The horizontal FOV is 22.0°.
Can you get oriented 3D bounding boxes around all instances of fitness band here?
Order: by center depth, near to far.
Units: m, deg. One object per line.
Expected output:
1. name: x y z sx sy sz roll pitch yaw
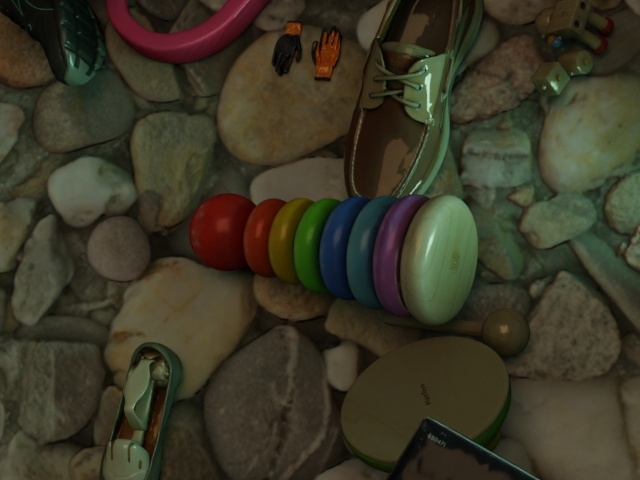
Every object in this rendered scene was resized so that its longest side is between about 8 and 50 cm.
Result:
1. fitness band: -0.145 -0.354 2.044 0.209 0.054 0.291 34 82 24

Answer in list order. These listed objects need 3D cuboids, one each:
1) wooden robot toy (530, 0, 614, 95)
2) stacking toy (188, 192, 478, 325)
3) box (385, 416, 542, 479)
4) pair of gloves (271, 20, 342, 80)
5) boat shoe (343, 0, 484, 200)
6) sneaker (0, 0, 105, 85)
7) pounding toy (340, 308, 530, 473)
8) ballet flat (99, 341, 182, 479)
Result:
1. wooden robot toy: 0.279 -0.238 1.889 0.079 0.076 0.173 1 65 54
2. stacking toy: 0.000 0.000 1.816 0.330 0.141 0.141 9 72 29
3. box: 0.121 0.364 1.553 0.183 0.294 0.296 29 79 26
4. pair of gloves: -0.016 -0.229 1.982 0.083 0.010 0.074 8 72 19
5. boat shoe: 0.094 -0.184 1.875 0.123 0.116 0.324 10 72 19
6. sneaker: -0.342 -0.289 2.060 0.106 0.101 0.267 -26 55 15
7. pounding toy: 0.130 0.184 1.745 0.183 0.110 0.237 -4 38 25
8. ballet flat: -0.209 0.214 1.828 0.072 0.068 0.213 7 72 18
